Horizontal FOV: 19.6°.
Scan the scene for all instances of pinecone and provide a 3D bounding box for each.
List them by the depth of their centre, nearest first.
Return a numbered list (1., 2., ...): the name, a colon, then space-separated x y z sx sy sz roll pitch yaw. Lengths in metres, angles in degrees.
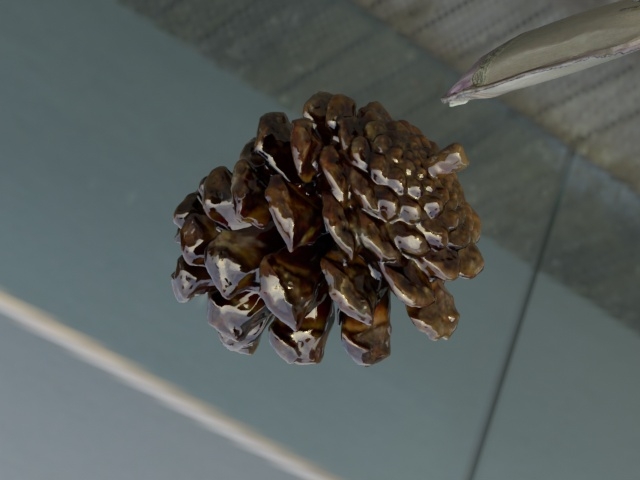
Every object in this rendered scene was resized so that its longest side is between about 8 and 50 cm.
1. pinecone: 0.000 0.000 1.597 0.309 0.244 0.244 -25 130 39

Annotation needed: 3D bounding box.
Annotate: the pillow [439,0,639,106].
1. pillow: 0.194 -0.146 1.363 0.232 0.130 0.038 -14 104 47
